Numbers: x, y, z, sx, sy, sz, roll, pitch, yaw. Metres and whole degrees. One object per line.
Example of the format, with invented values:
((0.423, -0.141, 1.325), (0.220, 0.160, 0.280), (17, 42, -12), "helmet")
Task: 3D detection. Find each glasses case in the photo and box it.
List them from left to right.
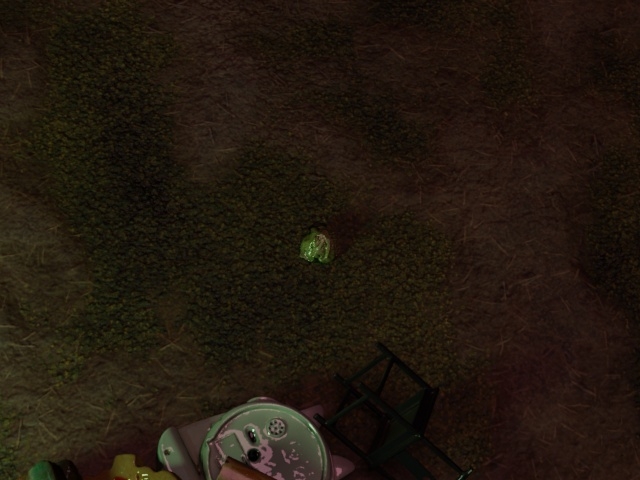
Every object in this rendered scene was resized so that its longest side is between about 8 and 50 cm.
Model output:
((-0.091, 0.421, 1.818), (0.170, 0.041, 0.064), (26, 61, 1), "glasses case")

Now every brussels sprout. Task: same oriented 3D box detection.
((0.000, 0.000, 2.186), (0.085, 0.058, 0.085), (12, 44, -12), "brussels sprout")

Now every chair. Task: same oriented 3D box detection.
((0.141, 0.330, 1.953), (0.260, 0.154, 0.141), (42, 38, -10), "chair")

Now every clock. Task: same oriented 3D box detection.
((-0.105, 0.400, 1.912), (0.324, 0.108, 0.265), (-23, 67, -22), "clock")

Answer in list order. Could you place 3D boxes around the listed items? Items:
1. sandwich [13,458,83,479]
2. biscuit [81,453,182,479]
((-0.478, 0.481, 1.775), (0.212, 0.109, 0.292), (10, 61, 19), "sandwich")
((-0.321, 0.476, 1.822), (0.212, 0.041, 0.238), (-8, 74, 19), "biscuit")
